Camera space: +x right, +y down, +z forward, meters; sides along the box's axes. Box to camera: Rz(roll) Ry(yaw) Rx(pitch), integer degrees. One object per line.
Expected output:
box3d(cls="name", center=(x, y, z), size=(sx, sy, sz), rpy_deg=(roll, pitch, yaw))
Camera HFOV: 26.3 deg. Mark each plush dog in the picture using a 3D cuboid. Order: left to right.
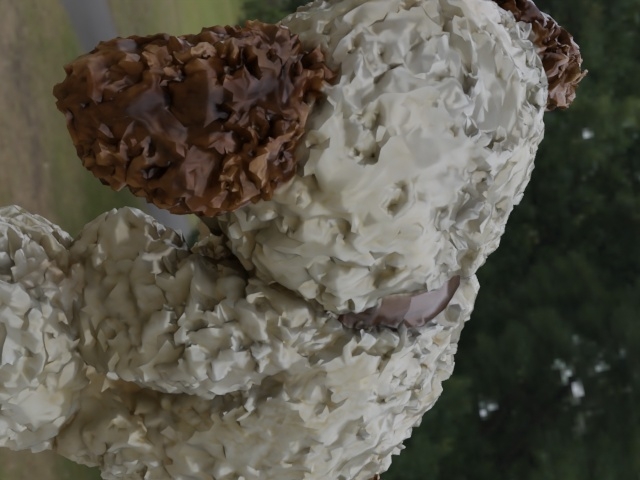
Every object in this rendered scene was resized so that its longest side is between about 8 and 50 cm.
box3d(cls="plush dog", center=(0.000, 0.000, 0.524), size=(0.210, 0.262, 0.225), rpy_deg=(43, -49, 24))
